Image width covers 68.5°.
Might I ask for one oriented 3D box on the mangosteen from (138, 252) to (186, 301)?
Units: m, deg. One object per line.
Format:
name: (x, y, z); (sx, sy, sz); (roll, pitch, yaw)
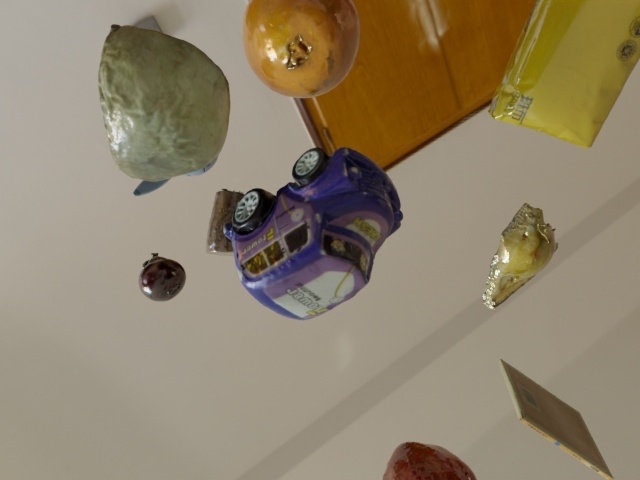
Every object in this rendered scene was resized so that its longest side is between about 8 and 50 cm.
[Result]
mangosteen: (-0.277, 0.067, 0.816); (0.081, 0.081, 0.081); (-20, -151, 12)

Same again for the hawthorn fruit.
hawthorn fruit: (0.265, 0.571, 1.058); (0.253, 0.205, 0.205); (10, -135, 37)

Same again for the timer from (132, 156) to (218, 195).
timer: (-0.398, -0.232, 1.282); (0.256, 0.175, 0.175); (-26, -152, 6)

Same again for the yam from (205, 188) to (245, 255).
yam: (-0.182, -0.033, 0.940); (0.084, 0.084, 0.127); (3, -97, 43)

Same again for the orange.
orange: (-0.050, -0.529, 1.223); (0.312, 0.312, 0.312); (-20, -151, 12)

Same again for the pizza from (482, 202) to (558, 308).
pizza: (0.399, 0.047, 0.925); (0.204, 0.188, 0.081); (-49, -132, -5)

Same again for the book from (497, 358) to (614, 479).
book: (0.472, 0.359, 0.958); (0.018, 0.242, 0.170); (-50, -169, 24)

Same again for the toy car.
toy car: (0.000, 0.000, 0.632); (0.235, 0.172, 0.158); (-35, -138, 22)

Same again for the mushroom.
mushroom: (-0.233, -0.177, 0.725); (0.190, 0.164, 0.267); (4, 163, -19)

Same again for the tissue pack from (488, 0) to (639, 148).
tissue pack: (0.437, -0.319, 0.823); (0.192, 0.270, 0.134); (19, -151, 7)
